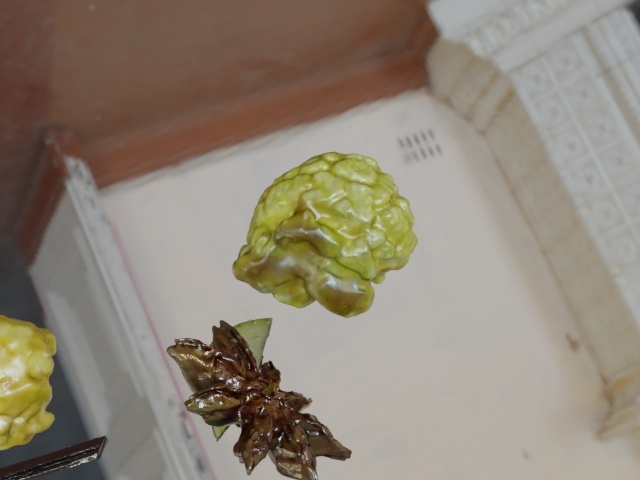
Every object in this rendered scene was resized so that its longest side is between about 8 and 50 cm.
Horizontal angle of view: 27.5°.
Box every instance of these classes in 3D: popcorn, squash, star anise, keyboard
[{"bbox_3d":[-0.495,0.218,1.905,0.253,0.191,0.190,-11,159,-26],"label":"popcorn"},{"bbox_3d":[-0.158,0.221,2.087,0.184,0.085,0.192,-59,-173,30],"label":"squash"},{"bbox_3d":[0.000,0.000,1.846,0.251,0.237,0.206,-38,146,-23],"label":"popcorn"},{"bbox_3d":[-0.079,0.213,1.698,0.088,0.288,0.288,-51,157,15],"label":"star anise"},{"bbox_3d":[-0.473,0.377,2.167,0.250,0.017,0.087,-18,-167,5],"label":"keyboard"}]
